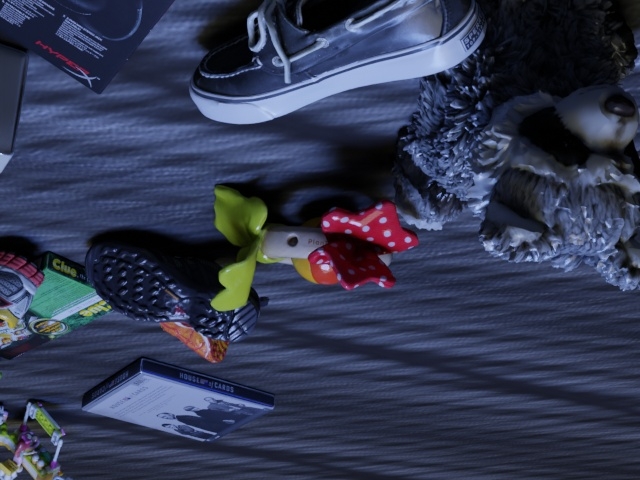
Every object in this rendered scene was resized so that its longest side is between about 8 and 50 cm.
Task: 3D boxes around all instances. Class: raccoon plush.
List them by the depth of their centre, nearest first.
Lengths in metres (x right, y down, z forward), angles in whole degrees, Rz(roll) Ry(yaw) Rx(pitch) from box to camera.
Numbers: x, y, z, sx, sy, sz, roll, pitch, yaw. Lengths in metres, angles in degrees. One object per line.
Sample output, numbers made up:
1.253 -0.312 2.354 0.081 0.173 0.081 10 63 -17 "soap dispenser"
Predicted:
0.194 -0.032 1.275 0.216 0.299 0.446 0 151 -2 "raccoon plush"

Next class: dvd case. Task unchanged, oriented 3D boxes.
-0.218 0.249 2.031 0.238 0.029 0.179 21 144 -32 "dvd case"

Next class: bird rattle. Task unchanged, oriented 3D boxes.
0.000 0.000 1.515 0.253 0.143 0.207 -7 173 24 "bird rattle"

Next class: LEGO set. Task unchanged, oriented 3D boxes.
-0.494 0.298 2.042 0.287 0.132 0.107 29 131 5 "LEGO set"

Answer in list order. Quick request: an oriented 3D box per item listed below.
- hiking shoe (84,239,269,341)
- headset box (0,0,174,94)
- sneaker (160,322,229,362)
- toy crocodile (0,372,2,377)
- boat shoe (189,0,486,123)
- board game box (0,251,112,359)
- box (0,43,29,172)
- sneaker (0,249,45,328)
-0.178 0.058 1.633 0.227 0.086 0.114 23 -167 5 "hiking shoe"
-0.175 -0.270 0.972 0.218 0.110 0.293 33 142 -15 "headset box"
-0.175 0.109 1.773 0.067 0.064 0.175 6 151 30 "sneaker"
-0.592 0.276 1.953 0.115 0.105 0.340 38 113 -17 "toy crocodile"
-0.009 -0.186 1.183 0.306 0.113 0.105 -5 137 38 "boat shoe"
-0.386 0.092 1.753 0.259 0.030 0.136 -24 141 35 "board game box"
-0.403 -0.099 1.317 0.148 0.127 0.232 16 147 -25 "box"
-0.449 0.070 1.632 0.225 0.093 0.088 -6 144 31 "sneaker"
